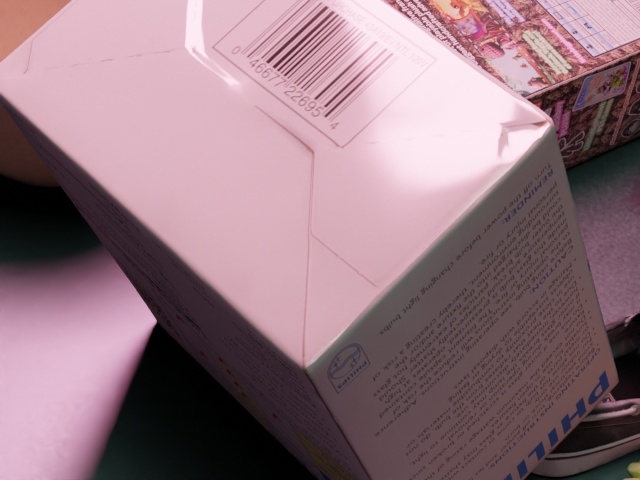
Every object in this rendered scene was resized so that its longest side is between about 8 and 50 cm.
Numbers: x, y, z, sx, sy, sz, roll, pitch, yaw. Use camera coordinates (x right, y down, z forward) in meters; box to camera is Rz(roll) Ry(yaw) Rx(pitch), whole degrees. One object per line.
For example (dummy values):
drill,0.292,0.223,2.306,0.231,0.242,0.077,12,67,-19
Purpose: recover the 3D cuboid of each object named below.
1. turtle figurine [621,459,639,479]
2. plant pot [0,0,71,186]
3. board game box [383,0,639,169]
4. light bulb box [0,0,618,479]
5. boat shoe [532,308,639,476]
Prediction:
turtle figurine,0.280,0.151,1.184,0.275,0.266,0.197,-11,59,-31
plant pot,-0.241,-0.159,1.458,0.284,0.191,0.284,3,50,-3
board game box,0.152,-0.174,1.545,0.291,0.141,0.232,-23,56,-23
light bulb box,0.000,0.000,1.186,0.225,0.361,0.358,-43,57,-10
boat shoe,0.289,0.098,1.355,0.301,0.102,0.108,-17,54,-19
